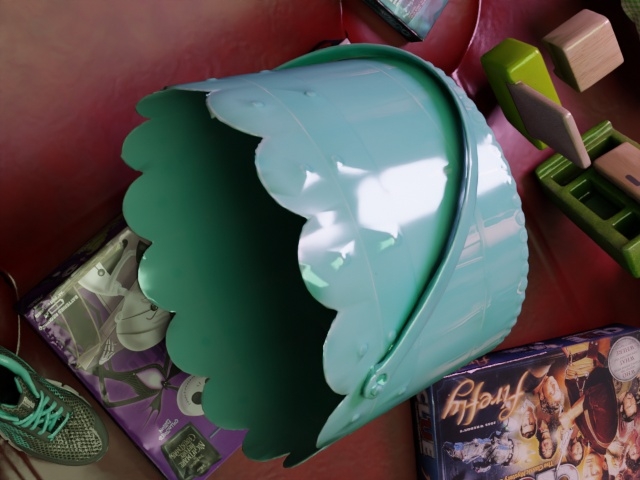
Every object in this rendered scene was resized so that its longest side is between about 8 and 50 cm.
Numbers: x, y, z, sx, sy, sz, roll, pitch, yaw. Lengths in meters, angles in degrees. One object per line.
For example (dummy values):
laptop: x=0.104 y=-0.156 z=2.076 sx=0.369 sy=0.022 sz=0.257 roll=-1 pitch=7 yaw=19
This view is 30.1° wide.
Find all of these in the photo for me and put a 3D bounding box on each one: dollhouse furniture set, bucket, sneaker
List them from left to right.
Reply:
sneaker: x=-0.225 y=0.123 z=0.892 sx=0.166 sy=0.076 sz=0.065 roll=39 pitch=79 yaw=-24
bucket: x=0.000 y=0.000 z=0.840 sx=0.183 sy=0.281 sz=0.281 roll=-20 pitch=104 yaw=-29
dollhouse furniture set: x=0.322 y=-0.151 z=1.028 sx=0.301 sy=0.151 sz=0.197 roll=-35 pitch=127 yaw=-4

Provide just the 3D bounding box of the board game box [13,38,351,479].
board game box: x=-0.052 y=0.018 z=0.984 sx=0.347 sy=0.056 sz=0.208 roll=-43 pitch=116 yaw=-16

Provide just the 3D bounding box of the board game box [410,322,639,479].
board game box: x=0.204 y=0.182 z=1.126 sx=0.243 sy=0.042 sz=0.165 roll=-10 pitch=100 yaw=-25

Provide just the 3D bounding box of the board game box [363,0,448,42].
board game box: x=0.088 y=-0.284 z=1.030 sx=0.126 sy=0.026 sz=0.186 roll=37 pitch=79 yaw=-24
